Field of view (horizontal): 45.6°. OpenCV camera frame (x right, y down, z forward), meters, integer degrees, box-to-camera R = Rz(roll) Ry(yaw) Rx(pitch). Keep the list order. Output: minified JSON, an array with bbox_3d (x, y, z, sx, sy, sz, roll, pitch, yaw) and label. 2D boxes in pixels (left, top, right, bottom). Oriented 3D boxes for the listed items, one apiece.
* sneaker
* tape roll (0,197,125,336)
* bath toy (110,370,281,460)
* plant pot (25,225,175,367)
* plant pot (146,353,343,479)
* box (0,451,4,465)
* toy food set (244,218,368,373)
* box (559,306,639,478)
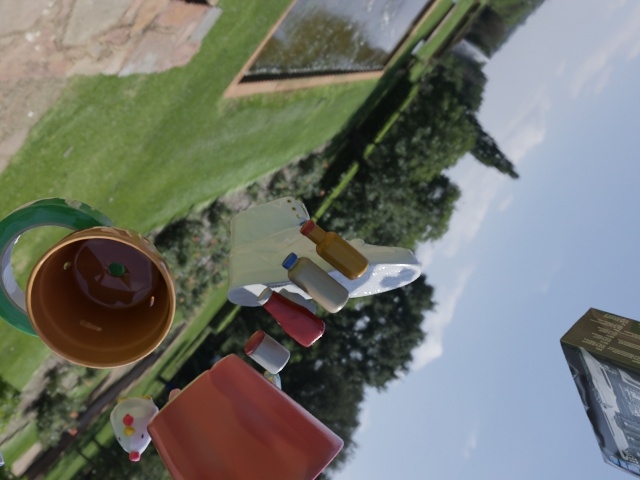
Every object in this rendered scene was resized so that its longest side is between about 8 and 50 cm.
[{"bbox_3d":[0.000,0.000,1.175,0.108,0.293,0.169,89,-4,-58],"label":"sneaker"},{"bbox_3d":[-0.604,0.064,1.745,0.321,0.321,0.077,-51,-166,8],"label":"tape roll"},{"bbox_3d":[-0.246,0.346,1.498,0.151,0.349,0.129,75,4,-48],"label":"bath toy"},{"bbox_3d":[-0.443,0.093,1.597,0.290,0.291,0.203,-51,-165,11],"label":"plant pot"},{"bbox_3d":[-0.140,0.343,1.279,0.275,0.243,0.275,-41,171,-8],"label":"plant pot"},{"bbox_3d":[-0.625,0.353,1.281,0.137,0.126,0.072,-30,160,4],"label":"box"},{"bbox_3d":[-0.048,0.087,1.061,0.232,0.104,0.111,-45,-167,24],"label":"toy food set"},{"bbox_3d":[0.463,0.227,0.920,0.077,0.242,0.307,-39,-150,-21],"label":"box"}]
